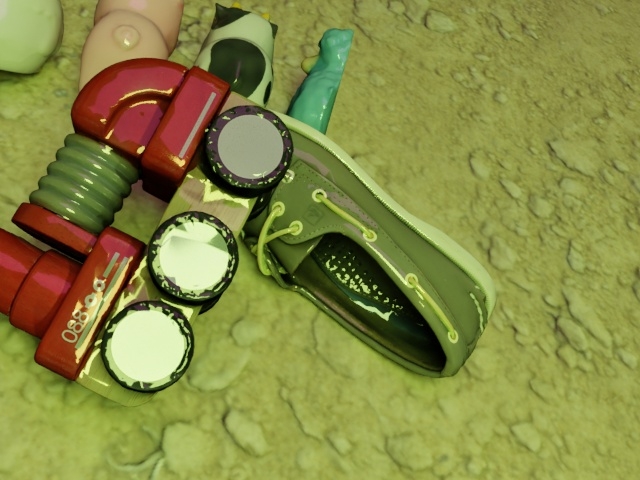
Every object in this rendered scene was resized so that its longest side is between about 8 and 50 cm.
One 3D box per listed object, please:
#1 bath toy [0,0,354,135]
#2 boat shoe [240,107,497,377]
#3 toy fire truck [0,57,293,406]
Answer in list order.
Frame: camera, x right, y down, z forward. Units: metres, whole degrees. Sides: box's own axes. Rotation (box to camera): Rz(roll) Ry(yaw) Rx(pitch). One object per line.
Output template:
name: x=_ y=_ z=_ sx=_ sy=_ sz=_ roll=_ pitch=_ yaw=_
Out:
bath toy: x=-0.148 y=-0.183 z=0.765 sx=0.348 sy=0.129 sz=0.151 roll=15 pitch=14 yaw=-13
boat shoe: x=0.002 y=-0.003 z=0.691 sx=0.305 sy=0.109 sz=0.091 roll=35 pitch=42 yaw=2
toy fire truck: x=-0.172 y=-0.028 z=0.590 sx=0.246 sy=0.158 sz=0.217 roll=27 pitch=77 yaw=-6
